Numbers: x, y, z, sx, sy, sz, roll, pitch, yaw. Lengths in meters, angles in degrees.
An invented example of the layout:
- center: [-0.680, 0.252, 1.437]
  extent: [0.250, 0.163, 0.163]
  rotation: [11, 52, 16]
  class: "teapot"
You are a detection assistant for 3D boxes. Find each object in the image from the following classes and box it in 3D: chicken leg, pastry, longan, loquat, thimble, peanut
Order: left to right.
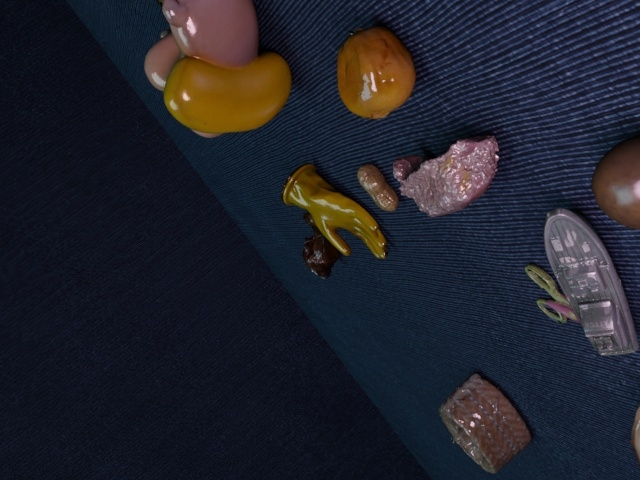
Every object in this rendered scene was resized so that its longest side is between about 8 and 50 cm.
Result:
- center: [0.000, 0.000, 2.069]
  extent: [0.113, 0.093, 0.304]
  rotation: [28, 152, 16]
  class: "chicken leg"
- center: [0.077, -0.248, 1.056]
  extent: [0.137, 0.113, 0.137]
  rotation: [162, 90, -85]
  class: "loquat"
- center: [0.116, -0.104, 1.441]
  extent: [0.113, 0.054, 0.054]
  rotation: [51, 167, -8]
  class: "peanut"
- center: [0.193, -0.092, 1.098]
  extent: [0.265, 0.103, 0.112]
  rotation: [-169, 58, -79]
  class: "pastry"
- center: [0.406, 0.460, 1.792]
  extent: [0.196, 0.148, 0.229]
  rotation: [37, 163, 45]
  class: "thimble"
- center: [0.338, -0.058, 0.738]
  extent: [0.113, 0.092, 0.113]
  rotation: [8, 134, 8]
  class: "longan"

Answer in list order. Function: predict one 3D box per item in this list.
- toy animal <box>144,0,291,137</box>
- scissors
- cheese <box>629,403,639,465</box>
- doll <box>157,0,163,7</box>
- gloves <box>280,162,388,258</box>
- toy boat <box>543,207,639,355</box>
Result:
- center: [-0.248, -0.350, 1.419]
  extent: [0.247, 0.277, 0.345]
  rotation: [12, 141, 44]
  class: "toy animal"
- center: [0.402, 0.114, 1.138]
  extent: [0.187, 0.020, 0.133]
  rotation: [38, 165, 51]
  class: "scissors"
- center: [0.544, 0.306, 0.958]
  extent: [0.233, 0.127, 0.266]
  rotation: [26, 154, 55]
  class: "cheese"
- center: [-0.280, -0.516, 1.575]
  extent: [0.291, 0.086, 0.117]
  rotation: [38, 132, 39]
  class: "doll"
- center: [0.049, -0.057, 1.715]
  extent: [0.294, 0.116, 0.133]
  rotation: [39, 171, 21]
  class: "gloves"
- center: [0.363, 0.061, 0.970]
  extent: [0.078, 0.085, 0.260]
  rotation: [-13, 121, 35]
  class: "toy boat"
